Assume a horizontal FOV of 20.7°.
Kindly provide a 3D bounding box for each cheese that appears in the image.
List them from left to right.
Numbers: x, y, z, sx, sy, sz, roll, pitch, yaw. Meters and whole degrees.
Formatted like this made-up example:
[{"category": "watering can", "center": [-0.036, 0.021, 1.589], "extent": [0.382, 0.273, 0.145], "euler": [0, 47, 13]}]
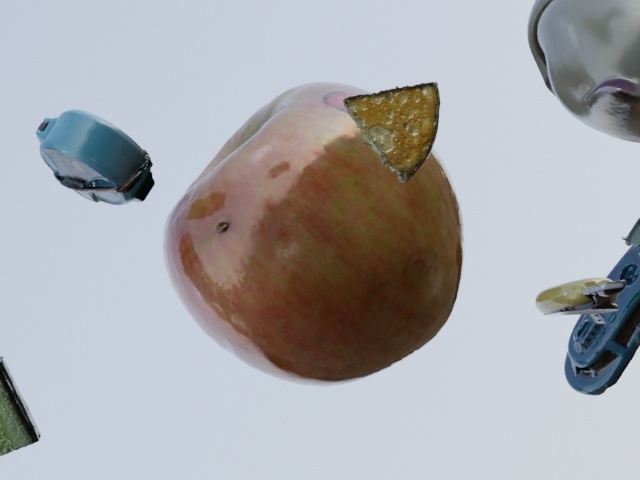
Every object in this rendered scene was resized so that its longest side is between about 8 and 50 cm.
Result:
[{"category": "cheese", "center": [0.290, 0.058, 1.881], "extent": [0.162, 0.086, 0.036], "euler": [143, 123, -79]}]

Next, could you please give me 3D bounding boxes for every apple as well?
[{"category": "apple", "center": [0.000, 0.000, 2.203], "extent": [0.391, 0.346, 0.391], "euler": [-40, 13, 12]}]

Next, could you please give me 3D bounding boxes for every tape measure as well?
[{"category": "tape measure", "center": [-0.266, -0.095, 2.042], "extent": [0.081, 0.146, 0.125], "euler": [-59, -44, -20]}]

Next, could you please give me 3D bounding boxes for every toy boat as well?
[{"category": "toy boat", "center": [0.462, 0.107, 2.774], "extent": [0.092, 0.134, 0.299], "euler": [22, -71, -29]}]

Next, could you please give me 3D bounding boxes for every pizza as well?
[{"category": "pizza", "center": [0.071, -0.127, 1.821], "extent": [0.026, 0.109, 0.123], "euler": [-38, 29, 64]}]

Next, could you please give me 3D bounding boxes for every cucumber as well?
[{"category": "cucumber", "center": [-0.401, 0.205, 2.112], "extent": [0.115, 0.116, 0.062], "euler": [66, -157, -12]}]

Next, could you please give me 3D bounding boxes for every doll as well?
[{"category": "doll", "center": [0.322, -0.266, 1.807], "extent": [0.215, 0.226, 0.370], "euler": [22, -115, -35]}]
